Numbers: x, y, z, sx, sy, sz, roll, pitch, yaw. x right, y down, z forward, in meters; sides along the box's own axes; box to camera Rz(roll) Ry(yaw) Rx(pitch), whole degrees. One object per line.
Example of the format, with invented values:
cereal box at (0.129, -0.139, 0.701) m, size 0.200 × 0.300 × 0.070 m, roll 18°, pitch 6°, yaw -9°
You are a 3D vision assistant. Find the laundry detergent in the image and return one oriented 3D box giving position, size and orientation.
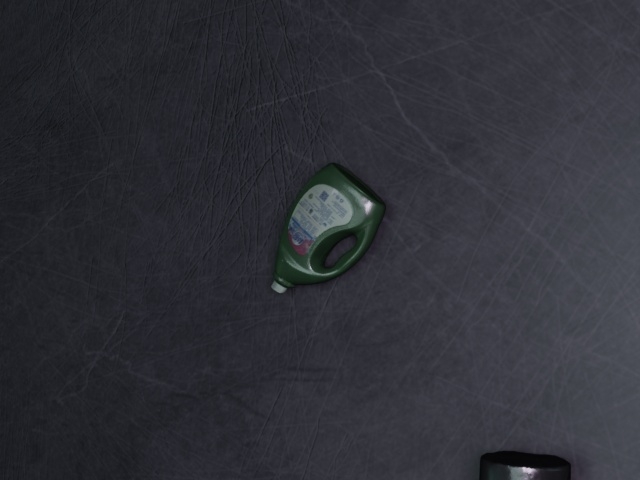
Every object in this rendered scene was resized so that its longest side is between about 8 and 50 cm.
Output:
laundry detergent at (0.000, 0.000, 1.355) m, size 0.137 × 0.063 × 0.210 m, roll 41°, pitch 106°, yaw 22°

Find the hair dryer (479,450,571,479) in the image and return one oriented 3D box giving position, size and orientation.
hair dryer at (0.335, 0.392, 1.084) m, size 0.303 × 0.116 × 0.244 m, roll 0°, pitch 87°, yaw 25°
